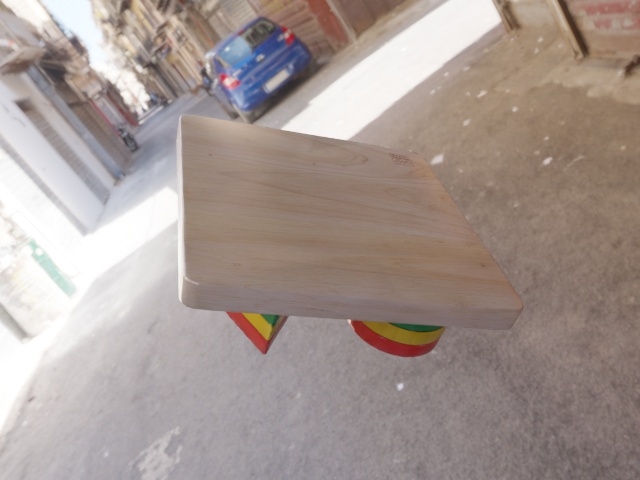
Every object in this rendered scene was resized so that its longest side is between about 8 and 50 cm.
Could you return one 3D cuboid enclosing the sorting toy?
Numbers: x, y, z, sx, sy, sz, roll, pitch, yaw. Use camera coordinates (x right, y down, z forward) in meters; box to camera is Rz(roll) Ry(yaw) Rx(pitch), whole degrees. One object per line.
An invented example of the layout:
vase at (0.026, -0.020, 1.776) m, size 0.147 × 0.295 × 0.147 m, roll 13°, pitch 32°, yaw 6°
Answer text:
sorting toy at (0.000, 0.000, 0.540) m, size 0.255 × 0.257 × 0.089 m, roll -108°, pitch 30°, yaw -52°
